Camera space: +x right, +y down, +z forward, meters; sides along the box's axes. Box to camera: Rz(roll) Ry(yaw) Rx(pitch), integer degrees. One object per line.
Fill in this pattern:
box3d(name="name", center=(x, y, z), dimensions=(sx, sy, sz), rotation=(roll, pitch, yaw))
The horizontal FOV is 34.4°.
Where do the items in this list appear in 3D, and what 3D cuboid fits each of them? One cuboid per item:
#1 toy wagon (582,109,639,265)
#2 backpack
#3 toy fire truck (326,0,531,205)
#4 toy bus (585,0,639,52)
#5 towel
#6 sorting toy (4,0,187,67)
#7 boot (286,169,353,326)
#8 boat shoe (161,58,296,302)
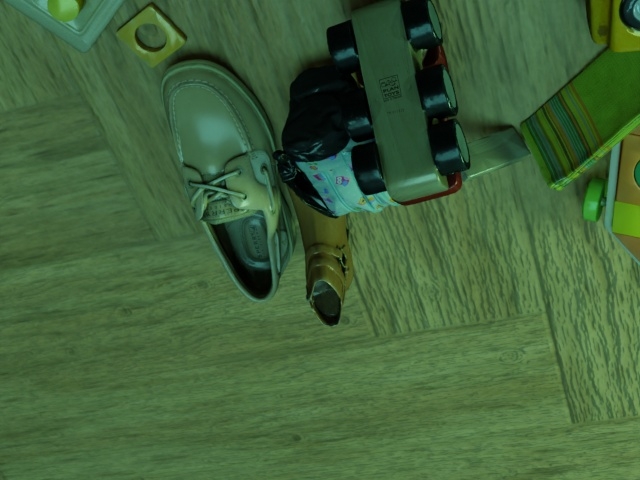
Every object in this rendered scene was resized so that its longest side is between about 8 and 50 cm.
box3d(name="toy wagon", center=(0.446, -0.097, 1.189), dimensions=(0.267, 0.068, 0.344), rotation=(13, 134, 22))
box3d(name="backpack", center=(0.030, -0.104, 1.242), dimensions=(0.115, 0.151, 0.182), rotation=(-1, 145, 27))
box3d(name="toy fire truck", center=(0.134, -0.149, 1.189), dimensions=(0.159, 0.216, 0.246), rotation=(-15, 168, 18))
box3d(name="toy bus", center=(0.280, -0.353, 1.021), dimensions=(0.130, 0.108, 0.332), rotation=(-2, 130, 9))
box3d(name="towel", center=(0.329, -0.165, 1.181), dimensions=(0.021, 0.102, 0.237), rotation=(4, 142, -41))
box3d(name="sorting toy", center=(-0.299, -0.317, 1.163), dimensions=(0.348, 0.047, 0.196), rotation=(33, 126, -20))
box3d(name="boot", center=(0.000, 0.000, 1.325), dimensions=(0.073, 0.152, 0.197), rotation=(-13, 127, 18))
box3d(name="boat shoe", center=(-0.110, -0.069, 1.308), dimensions=(0.122, 0.110, 0.341), rotation=(-11, 128, 16))
